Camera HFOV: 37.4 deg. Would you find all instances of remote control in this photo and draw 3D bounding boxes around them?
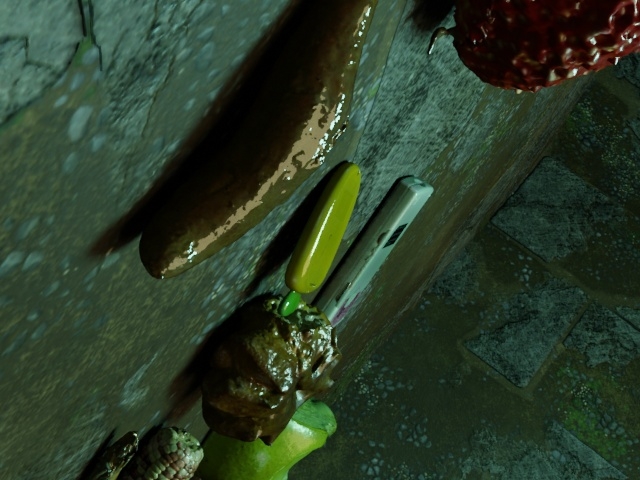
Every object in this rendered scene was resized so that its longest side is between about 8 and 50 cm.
[{"bbox_3d":[0.090,0.029,1.790,0.344,0.050,0.145,-55,168,15],"label":"remote control"}]

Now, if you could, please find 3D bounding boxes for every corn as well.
[{"bbox_3d":[-0.272,0.381,1.383,0.253,0.086,0.086,-51,168,4],"label":"corn"}]

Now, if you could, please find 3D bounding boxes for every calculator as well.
[{"bbox_3d":[0.000,0.000,1.321,0.234,0.032,0.146,-67,166,0],"label":"calculator"}]

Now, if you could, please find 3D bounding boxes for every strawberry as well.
[{"bbox_3d":[0.262,-0.295,1.085,0.343,0.292,0.292,-44,177,42],"label":"strawberry"}]

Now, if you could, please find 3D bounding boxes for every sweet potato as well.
[{"bbox_3d":[-0.035,-0.098,0.863,0.341,0.092,0.114,-53,151,-1],"label":"sweet potato"}]

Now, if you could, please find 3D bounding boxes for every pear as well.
[{"bbox_3d":[-0.121,0.416,1.837,0.281,0.176,0.286,-52,167,5],"label":"pear"}]

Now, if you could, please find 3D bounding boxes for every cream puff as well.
[{"bbox_3d":[-0.073,0.182,1.410,0.269,0.155,0.241,-34,154,-38],"label":"cream puff"}]

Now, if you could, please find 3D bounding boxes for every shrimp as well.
[{"bbox_3d":[-0.301,0.311,1.195,0.178,0.034,0.124,-52,162,18],"label":"shrimp"}]
